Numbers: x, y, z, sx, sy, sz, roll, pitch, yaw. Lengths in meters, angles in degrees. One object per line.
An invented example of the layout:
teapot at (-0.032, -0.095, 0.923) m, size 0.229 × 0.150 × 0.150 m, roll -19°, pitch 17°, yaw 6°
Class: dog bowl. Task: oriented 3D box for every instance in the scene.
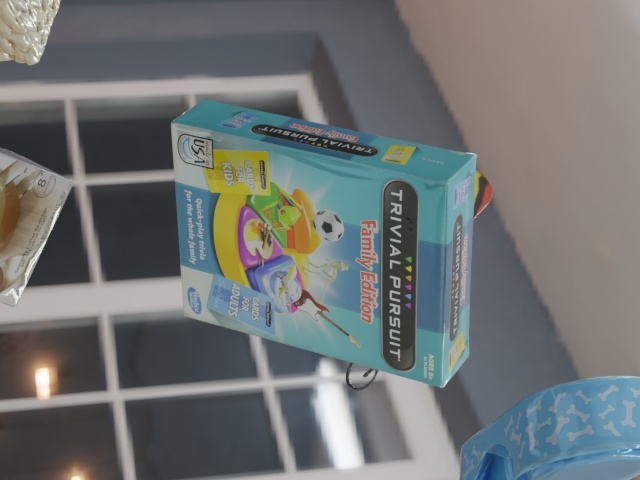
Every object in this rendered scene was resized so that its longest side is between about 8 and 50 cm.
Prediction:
dog bowl at (0.228, 0.201, 1.372) m, size 0.297 × 0.166 × 0.074 m, roll 126°, pitch -38°, yaw -62°

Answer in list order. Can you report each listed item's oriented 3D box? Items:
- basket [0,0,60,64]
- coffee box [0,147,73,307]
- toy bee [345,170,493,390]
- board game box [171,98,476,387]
basket at (-0.474, -0.408, 1.719) m, size 0.331 × 0.328 × 0.266 m, roll 78°, pitch 20°, yaw -63°
coffee box at (-0.366, -0.038, 1.347) m, size 0.098 × 0.246 × 0.141 m, roll 25°, pitch -88°, yaw 35°
toy bee at (0.084, 0.009, 1.782) m, size 0.195 × 0.162 × 0.298 m, roll -15°, pitch -137°, yaw 47°
board game box at (0.000, 0.000, 1.626) m, size 0.079 × 0.336 × 0.253 m, roll -42°, pitch 138°, yaw -50°
